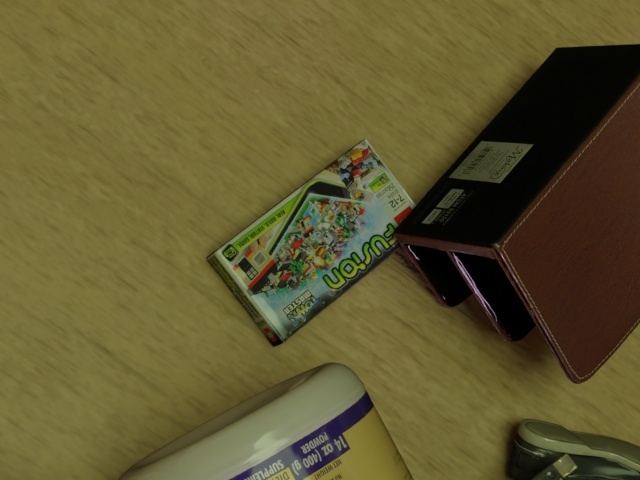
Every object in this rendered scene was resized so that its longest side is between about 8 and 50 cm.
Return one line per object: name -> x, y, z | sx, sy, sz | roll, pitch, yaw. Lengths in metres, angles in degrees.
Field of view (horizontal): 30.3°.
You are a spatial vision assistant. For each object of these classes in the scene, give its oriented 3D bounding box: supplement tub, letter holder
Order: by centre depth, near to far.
supplement tub -> -0.004, 0.299, 1.018 | 0.241, 0.241, 0.331 | -28, 88, -22
letter holder -> 0.262, -0.028, 1.231 | 0.302, 0.152, 0.214 | -47, 120, -22

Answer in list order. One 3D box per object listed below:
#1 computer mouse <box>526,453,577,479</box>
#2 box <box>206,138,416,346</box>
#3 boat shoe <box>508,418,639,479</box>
computer mouse -> 0.301, 0.272, 1.186 | 0.262, 0.060, 0.184 | -32, 102, 7
box -> 0.000, 0.000, 1.196 | 0.207, 0.036, 0.114 | -39, 92, -22
boat shoe -> 0.290, 0.243, 1.236 | 0.206, 0.075, 0.065 | 17, 101, -15
